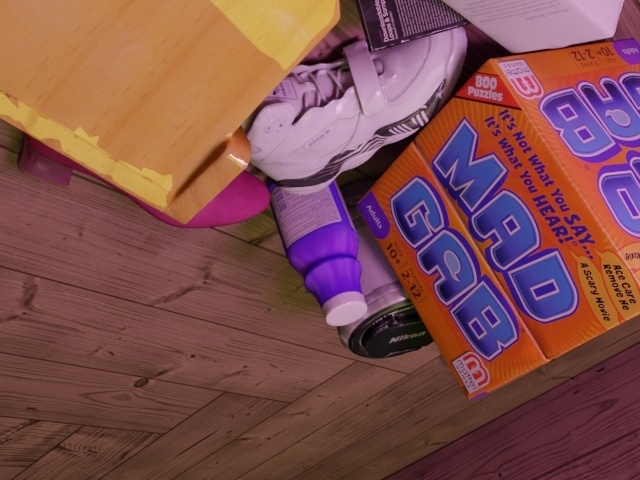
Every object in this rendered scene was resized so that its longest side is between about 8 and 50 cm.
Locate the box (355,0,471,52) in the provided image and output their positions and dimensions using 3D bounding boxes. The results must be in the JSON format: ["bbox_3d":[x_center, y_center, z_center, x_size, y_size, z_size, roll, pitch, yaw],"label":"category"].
[{"bbox_3d":[0.124,-0.317,0.915,0.162,0.116,0.029,-16,-172,-4],"label":"box"}]

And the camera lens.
[{"bbox_3d":[0.110,0.055,1.285,0.219,0.274,0.219,-13,147,-9],"label":"camera lens"}]

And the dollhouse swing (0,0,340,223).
[{"bbox_3d":[-0.195,-0.246,0.700,0.346,0.315,0.305,32,105,-28],"label":"dollhouse swing"}]

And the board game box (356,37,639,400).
[{"bbox_3d":[0.347,-0.035,1.078,0.356,0.357,0.356,-17,161,-36],"label":"board game box"}]

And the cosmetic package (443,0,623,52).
[{"bbox_3d":[0.246,-0.333,0.836,0.183,0.152,0.151,22,173,-35],"label":"cosmetic package"}]

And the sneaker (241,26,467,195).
[{"bbox_3d":[0.015,-0.203,0.990,0.365,0.138,0.210,-35,146,28],"label":"sneaker"}]

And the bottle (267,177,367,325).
[{"bbox_3d":[0.000,0.000,1.145,0.118,0.283,0.092,-27,146,10],"label":"bottle"}]

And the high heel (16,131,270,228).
[{"bbox_3d":[-0.218,-0.116,1.001,0.377,0.127,0.181,7,149,-29],"label":"high heel"}]
